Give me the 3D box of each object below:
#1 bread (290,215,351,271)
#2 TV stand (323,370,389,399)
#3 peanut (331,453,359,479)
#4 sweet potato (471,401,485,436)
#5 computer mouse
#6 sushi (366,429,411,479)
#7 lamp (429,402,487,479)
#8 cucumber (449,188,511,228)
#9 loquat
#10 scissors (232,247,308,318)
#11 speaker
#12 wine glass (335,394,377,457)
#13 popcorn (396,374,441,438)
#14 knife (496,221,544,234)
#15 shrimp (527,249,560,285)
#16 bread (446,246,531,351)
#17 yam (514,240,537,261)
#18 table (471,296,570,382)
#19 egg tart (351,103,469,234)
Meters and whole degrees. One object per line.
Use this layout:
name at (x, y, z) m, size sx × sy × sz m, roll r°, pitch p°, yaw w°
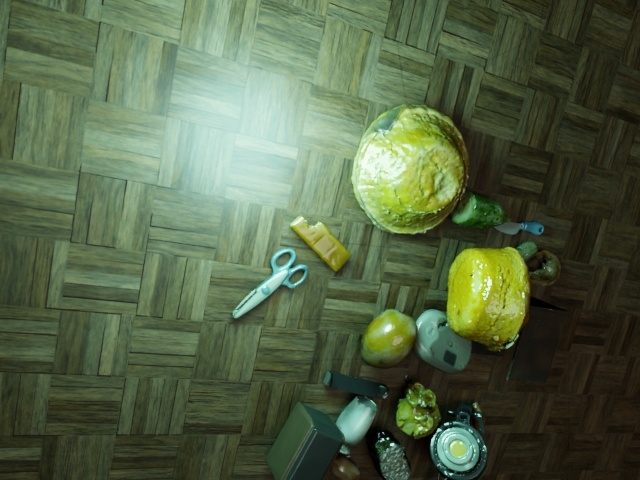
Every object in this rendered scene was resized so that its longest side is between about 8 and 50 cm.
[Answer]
bread at (0.000, 0.000, 1.507) m, size 0.088 × 0.049 × 0.226 m, roll -44°, pitch 111°, yaw -5°
TV stand at (0.134, 0.530, 1.675) m, size 0.257 × 0.040 × 0.048 m, roll 21°, pitch 94°, yaw -22°
peanut at (0.093, 0.860, 1.719) m, size 0.076 × 0.076 × 0.152 m, roll -45°, pitch 110°, yaw -5°
sweet potato at (0.659, 0.748, 1.905) m, size 0.057 × 0.056 × 0.194 m, roll -19°, pitch 113°, yaw -14°
computer mouse at (0.454, 0.385, 1.726) m, size 0.331 × 0.095 × 0.197 m, roll 37°, pitch 72°, yaw -34°
sushi at (0.256, 0.821, 1.737) m, size 0.124 × 0.127 × 0.225 m, roll -28°, pitch 117°, yaw -13°
lamp at (0.523, 0.821, 1.739) m, size 0.272 × 0.205 × 0.373 m, roll 30°, pitch 68°, yaw -65°
cucumber at (0.595, -0.101, 1.657) m, size 0.245 × 0.134 × 0.134 m, roll 14°, pitch 97°, yaw -25°
loquat at (0.236, 0.348, 1.602) m, size 0.179 × 0.179 × 0.227 m, roll 33°, pitch 97°, yaw -23°
scissors at (-0.173, 0.152, 1.483) m, size 0.289 × 0.041 × 0.138 m, roll -42°, pitch 110°, yaw -11°
speaker at (-0.052, 0.713, 1.575) m, size 0.153 × 0.192 × 0.230 m, roll 31°, pitch 86°, yaw -22°
wine glass at (0.117, 0.668, 1.662) m, size 0.111 × 0.111 × 0.204 m, roll 30°, pitch 95°, yaw -23°
popcorn at (0.361, 0.641, 1.731) m, size 0.169 × 0.173 × 0.195 m, roll -17°, pitch 118°, yaw 7°
knife at (0.759, -0.050, 1.776) m, size 0.244 × 0.032 × 0.058 m, roll 3°, pitch 109°, yaw -15°
shrimp at (0.873, 0.108, 1.832) m, size 0.255 × 0.059 × 0.145 m, roll 8°, pitch 96°, yaw -21°
bread at (0.572, 0.198, 1.600) m, size 0.204 × 0.337 × 0.358 m, roll 8°, pitch 70°, yaw -5°
yam at (0.768, 0.062, 1.779) m, size 0.147 × 0.070 × 0.069 m, roll -32°, pitch 110°, yaw -10°
table at (0.738, 0.351, 1.736) m, size 0.196 × 0.250 × 0.281 m, roll 10°, pitch 97°, yaw -21°
egg tart at (0.320, -0.219, 1.501) m, size 0.444 × 0.178 × 0.442 m, roll -5°, pitch 105°, yaw -18°
